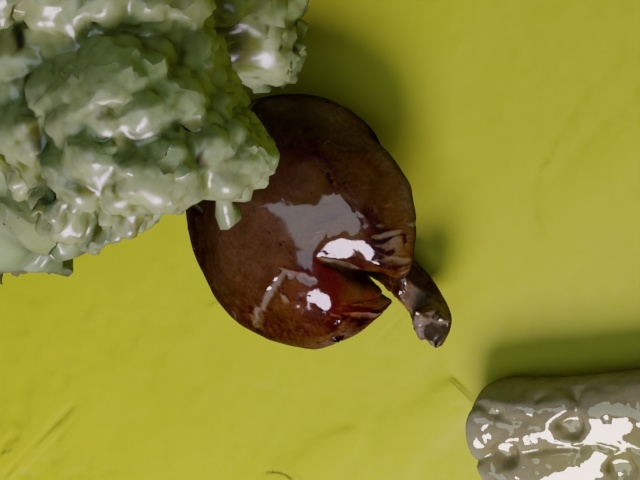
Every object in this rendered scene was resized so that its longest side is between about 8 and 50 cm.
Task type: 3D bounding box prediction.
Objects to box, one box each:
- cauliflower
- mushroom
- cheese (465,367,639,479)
[{"bbox_3d":[-0.158,-0.090,0.951,0.327,0.260,0.281,39,114,35],"label":"cauliflower"},{"bbox_3d":[-0.001,0.001,1.024,0.170,0.080,0.135,35,124,9],"label":"mushroom"},{"bbox_3d":[0.172,0.097,1.013,0.194,0.043,0.065,-7,103,20],"label":"cheese"}]
